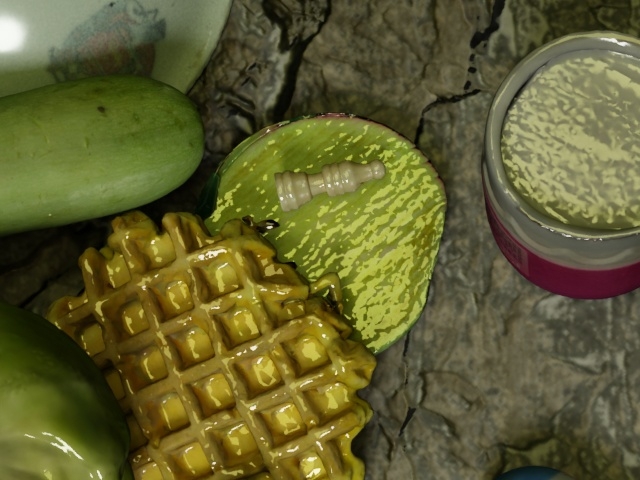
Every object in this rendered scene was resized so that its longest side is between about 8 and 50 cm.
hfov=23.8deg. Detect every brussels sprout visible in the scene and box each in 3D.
[{"bbox_3d":[-0.269,0.182,1.125,0.242,0.273,0.317,-36,83,42],"label":"brussels sprout"}]

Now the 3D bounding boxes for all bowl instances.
[{"bbox_3d":[-0.304,-0.272,1.329,0.434,0.196,0.435,-2,77,9],"label":"bowl"}]

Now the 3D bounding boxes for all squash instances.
[{"bbox_3d":[-0.271,-0.057,1.232,0.370,0.118,0.118,-14,74,-19],"label":"squash"}]

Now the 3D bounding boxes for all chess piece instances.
[{"bbox_3d":[0.010,-0.051,1.278,0.092,0.035,0.035,-13,75,3],"label":"chess piece"}]

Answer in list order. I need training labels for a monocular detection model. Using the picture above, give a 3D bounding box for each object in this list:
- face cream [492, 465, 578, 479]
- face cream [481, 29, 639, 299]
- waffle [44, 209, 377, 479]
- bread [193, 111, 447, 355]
[{"bbox_3d":[0.213,0.292,1.170,0.149,0.083,0.264,-36,74,-2],"label":"face cream"},{"bbox_3d":[0.213,-0.055,1.194,0.175,0.195,0.175,-2,75,8],"label":"face cream"},{"bbox_3d":[-0.099,0.125,1.250,0.329,0.062,0.329,-1,85,15],"label":"waffle"},{"bbox_3d":[0.000,0.000,1.300,0.228,0.033,0.228,-2,75,9],"label":"bread"}]
